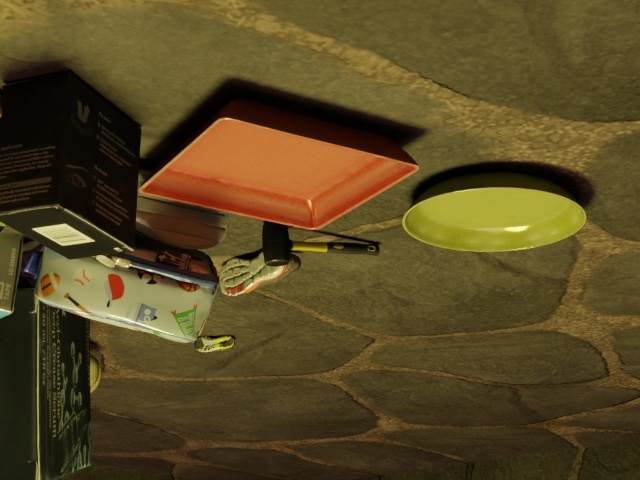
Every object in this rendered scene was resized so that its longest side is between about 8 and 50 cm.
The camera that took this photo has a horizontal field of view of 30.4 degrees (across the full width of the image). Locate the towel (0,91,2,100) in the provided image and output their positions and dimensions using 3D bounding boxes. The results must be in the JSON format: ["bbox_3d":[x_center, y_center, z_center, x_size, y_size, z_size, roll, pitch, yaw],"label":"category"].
[{"bbox_3d":[-0.381,-0.110,1.287,0.067,0.120,0.029,8,164,-19],"label":"towel"}]

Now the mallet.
[{"bbox_3d":[0.000,0.000,1.709,0.189,0.062,0.039,-5,167,-30],"label":"mallet"}]

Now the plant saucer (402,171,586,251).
[{"bbox_3d":[0.229,-0.040,1.561,0.240,0.037,0.241,2,160,1],"label":"plant saucer"}]

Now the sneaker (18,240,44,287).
[{"bbox_3d":[-0.412,0.034,1.771,0.169,0.071,0.068,-16,154,39],"label":"sneaker"}]

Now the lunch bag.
[{"bbox_3d":[-0.265,0.046,1.582,0.243,0.115,0.303,17,-179,-8],"label":"lunch bag"}]

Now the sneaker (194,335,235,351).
[{"bbox_3d":[-0.205,0.205,2.296,0.083,0.031,0.035,-3,160,14],"label":"sneaker"}]

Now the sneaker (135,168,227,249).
[{"bbox_3d":[-0.240,-0.054,1.513,0.258,0.094,0.091,22,170,-34],"label":"sneaker"}]

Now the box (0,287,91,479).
[{"bbox_3d":[-0.509,0.237,1.894,0.211,0.294,0.395,-2,174,-1],"label":"box"}]

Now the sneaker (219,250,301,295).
[{"bbox_3d":[-0.092,0.054,1.824,0.064,0.061,0.158,12,160,-44],"label":"sneaker"}]

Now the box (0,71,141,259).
[{"bbox_3d":[-0.279,-0.079,1.308,0.093,0.158,0.156,-7,158,21],"label":"box"}]

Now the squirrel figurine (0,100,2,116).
[{"bbox_3d":[-0.491,-0.149,1.073,0.396,0.281,0.370,18,169,-4],"label":"squirrel figurine"}]

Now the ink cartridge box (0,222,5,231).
[{"bbox_3d":[-0.473,-0.098,1.368,0.255,0.097,0.189,13,158,-25],"label":"ink cartridge box"}]

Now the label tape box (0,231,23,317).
[{"bbox_3d":[-0.570,0.032,1.468,0.333,0.106,0.240,12,164,-28],"label":"label tape box"}]

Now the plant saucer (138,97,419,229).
[{"bbox_3d":[-0.055,-0.092,1.422,0.258,0.048,0.259,12,157,-27],"label":"plant saucer"}]

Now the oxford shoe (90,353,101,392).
[{"bbox_3d":[-0.611,0.232,2.257,0.396,0.141,0.146,6,153,-20],"label":"oxford shoe"}]
